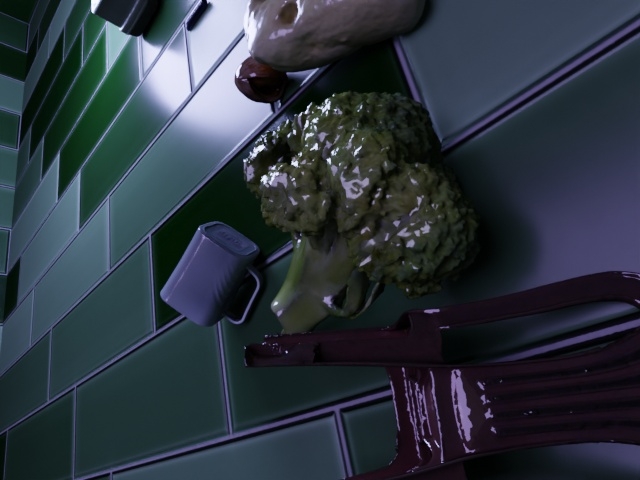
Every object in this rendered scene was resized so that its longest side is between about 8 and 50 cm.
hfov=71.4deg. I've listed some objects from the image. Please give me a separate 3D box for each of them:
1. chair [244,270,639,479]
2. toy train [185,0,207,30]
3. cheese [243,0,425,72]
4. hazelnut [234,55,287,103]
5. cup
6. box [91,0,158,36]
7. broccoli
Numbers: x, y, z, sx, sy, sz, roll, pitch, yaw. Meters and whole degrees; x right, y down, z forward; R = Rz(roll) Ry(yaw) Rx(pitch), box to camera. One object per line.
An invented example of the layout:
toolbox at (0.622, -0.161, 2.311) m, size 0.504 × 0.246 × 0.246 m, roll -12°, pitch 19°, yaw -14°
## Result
chair at (0.109, 0.136, 0.370) m, size 0.326 × 0.183 × 0.176 m, roll -5°, pitch 72°, yaw -1°
toy train at (-0.271, -0.486, 0.961) m, size 0.083 × 0.017 × 0.017 m, roll -33°, pitch 58°, yaw 37°
cheese at (0.007, -0.318, 0.577) m, size 0.262 × 0.093 × 0.159 m, roll -8°, pitch 71°, yaw 37°
hazelnut at (-0.093, -0.248, 0.685) m, size 0.086 × 0.086 × 0.087 m, roll -12°, pitch 73°, yaw 43°
cup at (-0.150, 0.059, 0.665) m, size 0.128 × 0.095 × 0.130 m, roll 34°, pitch 106°, yaw 6°
box at (-0.513, -0.658, 1.163) m, size 0.148 × 0.129 × 0.210 m, roll -36°, pitch 57°, yaw 33°
broccoli at (-0.006, -0.031, 0.471) m, size 0.302 × 0.186 × 0.254 m, roll -30°, pitch 70°, yaw 30°
